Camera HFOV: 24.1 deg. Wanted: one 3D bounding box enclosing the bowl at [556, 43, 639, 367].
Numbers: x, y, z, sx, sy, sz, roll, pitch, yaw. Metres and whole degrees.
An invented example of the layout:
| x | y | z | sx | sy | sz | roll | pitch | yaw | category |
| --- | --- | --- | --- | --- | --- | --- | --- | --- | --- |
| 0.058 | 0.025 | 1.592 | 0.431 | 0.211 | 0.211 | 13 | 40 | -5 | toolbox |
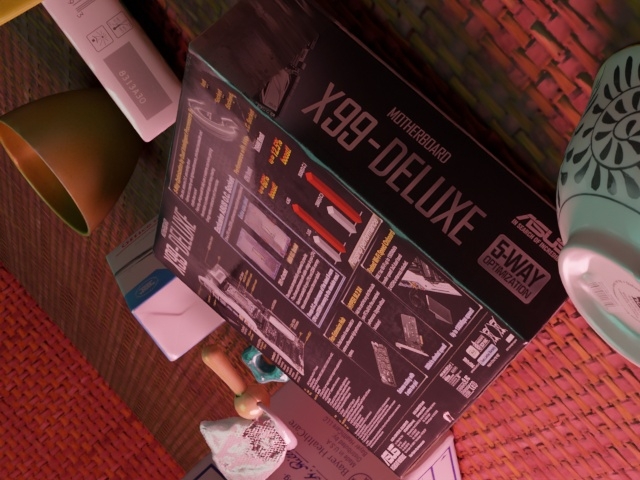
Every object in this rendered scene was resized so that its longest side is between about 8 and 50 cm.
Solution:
| x | y | z | sx | sy | sz | roll | pitch | yaw | category |
| --- | --- | --- | --- | --- | --- | --- | --- | --- | --- |
| 0.156 | 0.006 | 0.645 | 0.170 | 0.080 | 0.170 | 44 | 162 | 19 | bowl |

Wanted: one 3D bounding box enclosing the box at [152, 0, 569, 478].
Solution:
| x | y | z | sx | sy | sz | roll | pitch | yaw | category |
| --- | --- | --- | --- | --- | --- | --- | --- | --- | --- |
| 0.015 | 0.009 | 0.926 | 0.242 | 0.076 | 0.307 | 41 | 157 | 8 | box |

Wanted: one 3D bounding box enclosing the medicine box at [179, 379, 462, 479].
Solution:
| x | y | z | sx | sy | sz | roll | pitch | yaw | category |
| --- | --- | --- | --- | --- | --- | --- | --- | --- | --- |
| -0.018 | 0.279 | 1.315 | 0.149 | 0.289 | 0.263 | 39 | 160 | 30 | medicine box |

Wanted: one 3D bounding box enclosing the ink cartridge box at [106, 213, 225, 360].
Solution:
| x | y | z | sx | sy | sz | roll | pitch | yaw | category |
| --- | --- | --- | --- | --- | --- | --- | --- | --- | --- |
| -0.119 | 0.019 | 1.265 | 0.060 | 0.104 | 0.180 | 53 | 177 | -24 | ink cartridge box |

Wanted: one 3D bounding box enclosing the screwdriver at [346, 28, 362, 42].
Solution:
| x | y | z | sx | sy | sz | roll | pitch | yaw | category |
| --- | --- | --- | --- | --- | --- | --- | --- | --- | --- |
| -0.022 | -0.116 | 0.920 | 0.025 | 0.024 | 0.170 | 25 | 172 | -29 | screwdriver |

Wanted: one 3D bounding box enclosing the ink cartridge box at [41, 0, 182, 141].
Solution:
| x | y | z | sx | sy | sz | roll | pitch | yaw | category |
| --- | --- | --- | --- | --- | --- | --- | --- | --- | --- |
| -0.177 | -0.178 | 1.179 | 0.181 | 0.056 | 0.225 | 54 | -179 | -16 | ink cartridge box |

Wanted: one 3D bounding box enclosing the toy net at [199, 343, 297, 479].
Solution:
| x | y | z | sx | sy | sz | roll | pitch | yaw | category |
| --- | --- | --- | --- | --- | --- | --- | --- | --- | --- |
| -0.034 | 0.098 | 1.162 | 0.122 | 0.045 | 0.232 | 15 | 122 | 17 | toy net |

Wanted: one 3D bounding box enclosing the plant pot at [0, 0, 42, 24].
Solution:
| x | y | z | sx | sy | sz | roll | pitch | yaw | category |
| --- | --- | --- | --- | --- | --- | --- | --- | --- | --- |
| -0.207 | -0.253 | 0.771 | 0.227 | 0.228 | 0.207 | 32 | 149 | 45 | plant pot |

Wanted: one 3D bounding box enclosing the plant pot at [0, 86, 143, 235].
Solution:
| x | y | z | sx | sy | sz | roll | pitch | yaw | category |
| --- | --- | --- | --- | --- | --- | --- | --- | --- | --- |
| -0.219 | -0.085 | 1.373 | 0.134 | 0.095 | 0.134 | 44 | 162 | 18 | plant pot |
